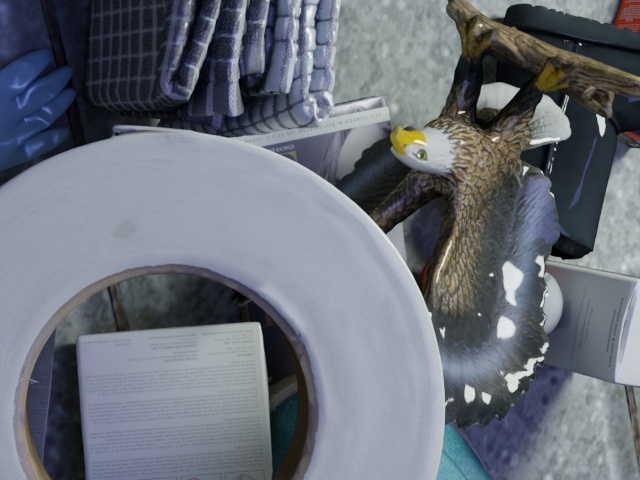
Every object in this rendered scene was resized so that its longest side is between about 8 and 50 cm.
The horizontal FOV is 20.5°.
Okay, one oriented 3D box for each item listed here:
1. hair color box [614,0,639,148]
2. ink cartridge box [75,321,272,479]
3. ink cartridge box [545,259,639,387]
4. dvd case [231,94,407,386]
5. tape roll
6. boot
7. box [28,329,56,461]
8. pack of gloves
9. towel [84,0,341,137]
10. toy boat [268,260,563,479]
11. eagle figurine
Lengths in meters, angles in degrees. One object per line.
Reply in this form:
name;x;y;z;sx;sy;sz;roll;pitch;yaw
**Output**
hair color box;0.302;-0.163;1.651;0.072;0.043;0.141;23;82;-32
ink cartridge box;-0.109;0.156;1.351;0.145;0.045;0.179;-4;82;-6
ink cartridge box;0.246;0.071;1.528;0.158;0.218;0.092;11;92;-33
dvd case;0.000;0.000;1.483;0.164;0.018;0.221;-14;101;-31
tape roll;-0.108;0.115;1.231;0.392;0.072;0.392;0;93;-7
boot;0.251;-0.080;1.553;0.246;0.094;0.207;14;81;-2
box;-0.293;0.149;1.281;0.183;0.056;0.231;7;90;-33
pack of gloves;-0.286;-0.115;1.273;0.232;0.046;0.195;-35;111;-26
towel;-0.088;-0.216;1.282;0.121;0.235;0.284;6;90;-30
toy boat;0.078;0.151;1.453;0.267;0.148;0.318;36;79;-33
eagle figurine;0.092;-0.032;1.374;0.225;0.226;0.298;23;95;-28
